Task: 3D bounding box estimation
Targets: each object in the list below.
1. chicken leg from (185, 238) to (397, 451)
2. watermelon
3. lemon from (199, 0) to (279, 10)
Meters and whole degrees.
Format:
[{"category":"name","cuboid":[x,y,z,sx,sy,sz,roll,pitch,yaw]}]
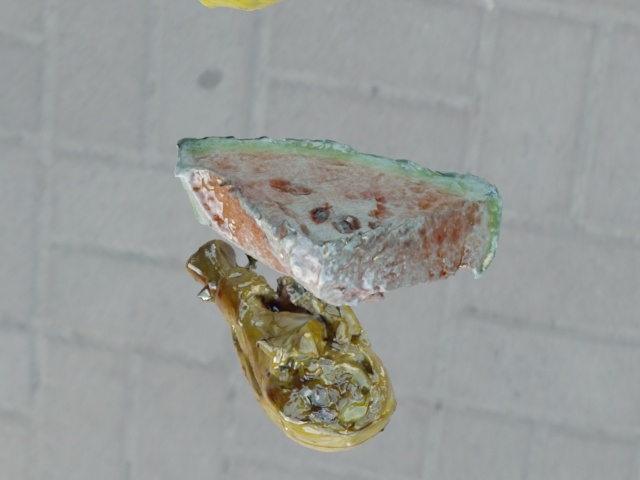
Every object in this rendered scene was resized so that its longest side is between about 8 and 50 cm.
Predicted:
[{"category":"chicken leg","cuboid":[-0.029,0.064,1.383,0.085,0.207,0.101,-33,144,-15]},{"category":"watermelon","cuboid":[0.000,0.000,1.060,0.187,0.139,0.071,10,111,9]},{"category":"lemon","cuboid":[-0.071,-0.309,1.770,0.192,0.231,0.192,2,130,3]}]
